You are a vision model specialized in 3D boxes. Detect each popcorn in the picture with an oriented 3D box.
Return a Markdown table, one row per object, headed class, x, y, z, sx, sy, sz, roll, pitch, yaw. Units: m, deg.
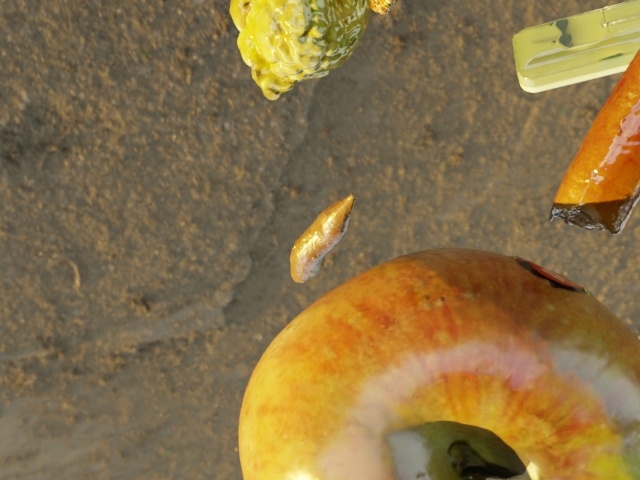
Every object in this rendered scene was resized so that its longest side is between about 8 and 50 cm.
| class | x | y | z | sx | sy | sz | roll | pitch | yaw |
| --- | --- | --- | --- | --- | --- | --- | --- | --- | --- |
| popcorn | -0.041 | -0.356 | 1.446 | 0.206 | 0.237 | 0.251 | 17 | 111 | -50 |

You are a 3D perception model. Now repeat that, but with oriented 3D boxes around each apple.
| class | x | y | z | sx | sy | sz | roll | pitch | yaw |
| --- | --- | --- | --- | --- | --- | --- | --- | --- | --- |
| apple | 0.128 | 0.202 | 0.834 | 0.401 | 0.400 | 0.333 | -25 | 172 | -4 |

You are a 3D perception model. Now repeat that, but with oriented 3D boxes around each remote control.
| class | x | y | z | sx | sy | sz | roll | pitch | yaw |
| --- | --- | --- | --- | --- | --- | --- | --- | --- | --- |
| remote control | 0.457 | -0.312 | 1.324 | 0.336 | 0.128 | 0.065 | -12 | 139 | 18 |

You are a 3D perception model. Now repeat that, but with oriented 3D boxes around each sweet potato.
| class | x | y | z | sx | sy | sz | roll | pitch | yaw |
| --- | --- | --- | --- | --- | --- | --- | --- | --- | --- |
| sweet potato | -0.003 | 0.001 | 1.313 | 0.065 | 0.051 | 0.218 | -21 | 157 | -36 |

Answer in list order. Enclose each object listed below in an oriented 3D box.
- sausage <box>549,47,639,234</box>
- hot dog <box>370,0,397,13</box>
| class | x | y | z | sx | sy | sz | roll | pitch | yaw |
| --- | --- | --- | --- | --- | --- | --- | --- | --- | --- |
| sausage | 0.319 | -0.134 | 0.838 | 0.302 | 0.076 | 0.103 | -57 | 152 | 3 |
| hot dog | 0.128 | -0.411 | 1.354 | 0.165 | 0.045 | 0.071 | -55 | -171 | -16 |
